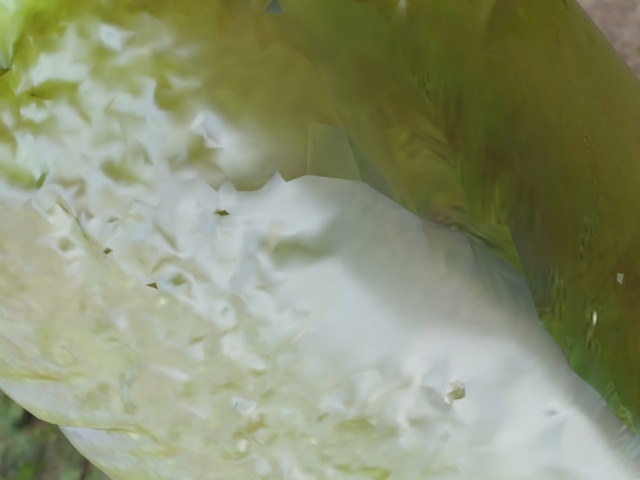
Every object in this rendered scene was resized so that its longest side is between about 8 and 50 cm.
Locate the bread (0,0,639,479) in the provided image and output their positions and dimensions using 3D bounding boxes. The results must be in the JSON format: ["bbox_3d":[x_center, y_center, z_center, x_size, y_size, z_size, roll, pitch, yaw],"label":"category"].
[{"bbox_3d":[0.000,0.000,0.665,0.376,0.251,0.208,47,-169,-26],"label":"bread"}]
